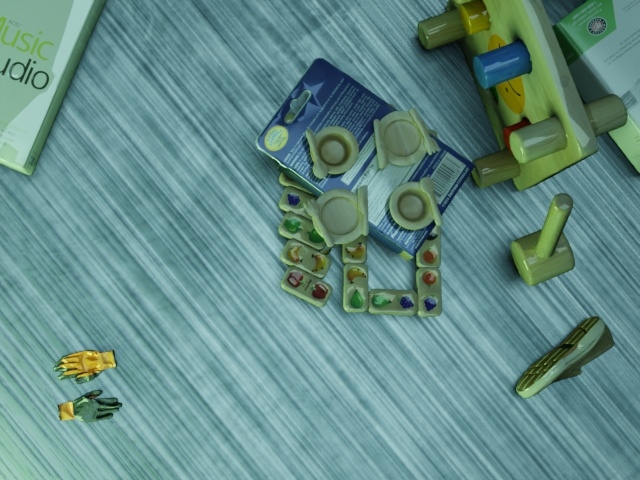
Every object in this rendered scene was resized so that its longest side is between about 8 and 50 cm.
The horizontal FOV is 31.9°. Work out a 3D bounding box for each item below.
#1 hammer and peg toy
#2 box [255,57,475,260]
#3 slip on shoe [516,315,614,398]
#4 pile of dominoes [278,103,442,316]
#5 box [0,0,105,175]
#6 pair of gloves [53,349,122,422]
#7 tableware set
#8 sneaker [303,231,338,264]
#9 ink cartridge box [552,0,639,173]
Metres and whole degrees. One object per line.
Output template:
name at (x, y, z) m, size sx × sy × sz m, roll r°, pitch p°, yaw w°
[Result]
hammer and peg toy at (0.241, -0.142, 1.251) m, size 0.127 × 0.266 × 0.361 m, roll -20°, pitch 85°, yaw -7°
box at (0.050, -0.096, 1.297) m, size 0.225 × 0.036 × 0.136 m, roll 36°, pitch 79°, yaw -4°
slip on shoe at (0.295, 0.148, 1.339) m, size 0.135 × 0.051 × 0.041 m, roll -41°, pitch 101°, yaw -13°
pile of dominoes at (0.049, -0.039, 1.315) m, size 0.196 × 0.040 × 0.251 m, roll 2°, pitch 74°, yaw -8°
box at (-0.389, -0.267, 1.313) m, size 0.232 × 0.058 × 0.321 m, roll 21°, pitch 82°, yaw -3°
pair of gloves at (-0.271, 0.170, 1.303) m, size 0.074 × 0.010 × 0.083 m, roll -7°, pitch 86°, yaw -6°
tableware set at (0.059, -0.072, 1.267) m, size 0.169 × 0.020 × 0.141 m, roll -11°, pitch 84°, yaw -10°
sneaker at (0.000, 0.000, 1.336) m, size 0.083 × 0.032 × 0.037 m, roll -41°, pitch 83°, yaw -17°
ink cartridge box at (0.400, -0.210, 1.358) m, size 0.160 × 0.092 × 0.219 m, roll -36°, pitch 89°, yaw -7°
